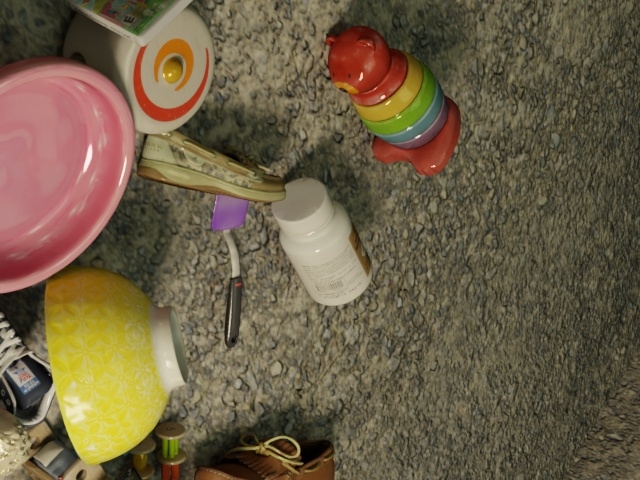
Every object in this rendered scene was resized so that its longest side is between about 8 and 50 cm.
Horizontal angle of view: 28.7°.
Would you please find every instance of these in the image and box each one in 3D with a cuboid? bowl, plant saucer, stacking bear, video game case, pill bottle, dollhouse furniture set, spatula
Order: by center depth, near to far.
[{"bbox_3d":[-0.394,-0.092,1.619,0.332,0.084,0.332,-32,140,-31],"label":"plant saucer"},{"bbox_3d":[-0.242,-0.368,1.669,0.212,0.193,0.023,-49,155,-24],"label":"video game case"},{"bbox_3d":[-0.277,0.163,1.783,0.156,0.289,0.290,-12,127,1],"label":"bowl"},{"bbox_3d":[-0.349,0.312,1.919,0.184,0.129,0.129,-47,138,-25],"label":"dollhouse furniture set"},{"bbox_3d":[-0.149,0.038,2.104,0.084,0.030,0.297,-10,104,-49],"label":"spatula"},{"bbox_3d":[0.000,0.000,2.207,0.131,0.131,0.229,-52,140,-22],"label":"pill bottle"},{"bbox_3d":[0.116,-0.267,2.213,0.289,0.175,0.164,41,76,-44],"label":"stacking bear"}]

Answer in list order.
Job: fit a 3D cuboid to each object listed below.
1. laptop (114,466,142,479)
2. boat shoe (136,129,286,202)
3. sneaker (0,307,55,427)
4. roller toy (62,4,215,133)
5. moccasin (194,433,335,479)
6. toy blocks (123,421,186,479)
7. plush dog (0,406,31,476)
[{"bbox_3d":[-0.403,0.585,1.944,0.382,0.236,0.408,-46,130,-29],"label":"laptop"},{"bbox_3d":[-0.159,-0.117,1.969,0.285,0.104,0.089,10,90,-48],"label":"boat shoe"},{"bbox_3d":[-0.445,0.135,1.690,0.099,0.153,0.282,-39,135,-34],"label":"sneaker"},{"bbox_3d":[-0.248,-0.254,1.754,0.191,0.146,0.209,23,88,-54],"label":"roller toy"},{"bbox_3d":[-0.090,0.417,2.296,0.380,0.139,0.147,9,93,-51],"label":"moccasin"},{"bbox_3d":[-0.280,0.395,2.111,0.123,0.054,0.148,-19,122,-45],"label":"toy blocks"},{"bbox_3d":[-0.532,0.325,1.613,0.262,0.211,0.225,21,124,-16],"label":"plush dog"}]
